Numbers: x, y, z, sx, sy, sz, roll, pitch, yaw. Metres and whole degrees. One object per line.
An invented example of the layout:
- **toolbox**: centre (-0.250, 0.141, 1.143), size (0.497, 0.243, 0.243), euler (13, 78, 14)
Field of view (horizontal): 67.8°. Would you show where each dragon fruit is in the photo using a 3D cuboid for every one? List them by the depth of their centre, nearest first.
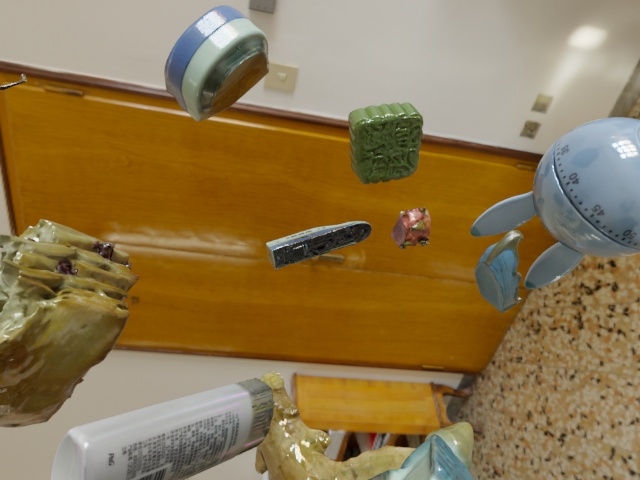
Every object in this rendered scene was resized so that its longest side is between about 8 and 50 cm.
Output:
- **dragon fruit**: centre (0.279, -0.022, 1.446), size (0.147, 0.102, 0.096), euler (105, 152, -53)

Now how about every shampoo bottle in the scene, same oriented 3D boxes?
- **shampoo bottle**: centre (-0.143, 0.202, 0.483), size (0.056, 0.227, 0.086), euler (22, 101, 35)

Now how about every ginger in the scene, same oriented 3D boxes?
- **ginger**: centre (-0.030, 0.433, 0.782), size (0.348, 0.122, 0.363), euler (26, 88, 38)

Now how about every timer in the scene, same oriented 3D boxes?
- **timer**: centre (0.324, -0.047, 0.590), size (0.255, 0.175, 0.175), euler (106, 168, -76)

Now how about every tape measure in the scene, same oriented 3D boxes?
- **tape measure**: centre (-0.244, -0.434, 1.173), size (0.259, 0.138, 0.262), euler (-48, 4, -13)

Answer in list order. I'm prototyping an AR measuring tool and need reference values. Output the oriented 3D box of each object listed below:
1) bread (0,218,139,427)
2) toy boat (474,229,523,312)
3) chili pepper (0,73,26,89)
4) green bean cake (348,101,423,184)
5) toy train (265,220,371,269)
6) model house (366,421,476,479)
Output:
- **bread**: centre (-0.457, 0.135, 0.688), size (0.314, 0.191, 0.370), euler (-52, -24, 7)
- **toy boat**: centre (0.327, 0.054, 0.848), size (0.075, 0.077, 0.185), euler (46, 171, 42)
- **chili pepper**: centre (-0.562, -0.206, 0.686), size (0.059, 0.268, 0.050), euler (51, 143, 15)
- **green bean cake**: centre (0.204, -0.303, 1.518), size (0.125, 0.222, 0.248), euler (-107, 10, -50)
- **toy train**: centre (0.000, 0.000, 1.041), size (0.051, 0.234, 0.052), euler (-137, 33, -57)
- **model house**: centre (0.116, 0.333, 0.509), size (0.194, 0.325, 0.267), euler (47, 138, 12)
